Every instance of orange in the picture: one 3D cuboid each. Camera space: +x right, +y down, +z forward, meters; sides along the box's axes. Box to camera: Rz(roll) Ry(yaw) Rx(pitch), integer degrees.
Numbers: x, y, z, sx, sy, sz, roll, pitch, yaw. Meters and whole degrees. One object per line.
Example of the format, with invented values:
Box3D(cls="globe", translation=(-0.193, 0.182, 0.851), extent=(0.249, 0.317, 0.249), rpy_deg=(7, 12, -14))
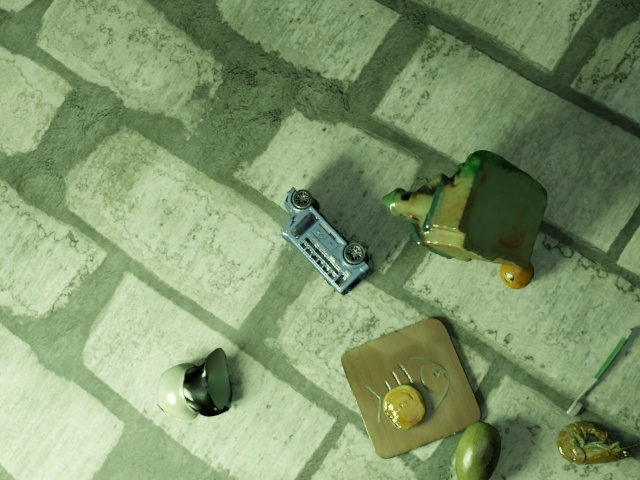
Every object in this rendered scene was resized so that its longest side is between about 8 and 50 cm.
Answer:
Box3D(cls="orange", translation=(0.484, 0.079, 1.826), extent=(0.083, 0.083, 0.084), rpy_deg=(-2, 80, 9))

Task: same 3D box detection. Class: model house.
Box3D(cls="model house", translation=(0.328, -0.074, 1.774), extent=(0.280, 0.312, 0.245), rpy_deg=(13, 84, 49))

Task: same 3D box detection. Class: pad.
Box3D(cls="pad", translation=(0.224, 0.366, 1.846), extent=(0.284, 0.018, 0.286), rpy_deg=(-23, 78, 5))

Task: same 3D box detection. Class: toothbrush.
Box3D(cls="toothbrush", translation=(0.674, 0.316, 1.781), extent=(0.024, 0.018, 0.257), rpy_deg=(36, 87, 11))

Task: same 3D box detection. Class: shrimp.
Box3D(cls="shrimp", translation=(0.651, 0.481, 1.751), extent=(0.180, 0.041, 0.099), rpy_deg=(0, 65, 11))

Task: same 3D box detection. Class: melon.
Box3D(cls="melon", translation=(0.372, 0.509, 1.756), extent=(0.099, 0.099, 0.162), rpy_deg=(18, 86, 12))

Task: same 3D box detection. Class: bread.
Box3D(cls="bread", translation=(0.207, 0.409, 1.820), extent=(0.110, 0.024, 0.110), rpy_deg=(-2, 80, 9))

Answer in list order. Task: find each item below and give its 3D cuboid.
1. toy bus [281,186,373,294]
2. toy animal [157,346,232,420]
Box3D(cls="toy bus", translation=(0.000, 0.000, 1.896), extent=(0.133, 0.125, 0.292), rpy_deg=(-43, 78, 0))
Box3D(cls="toy animal", translation=(-0.323, 0.370, 1.885), extent=(0.179, 0.138, 0.166), rpy_deg=(-13, 58, 15))
